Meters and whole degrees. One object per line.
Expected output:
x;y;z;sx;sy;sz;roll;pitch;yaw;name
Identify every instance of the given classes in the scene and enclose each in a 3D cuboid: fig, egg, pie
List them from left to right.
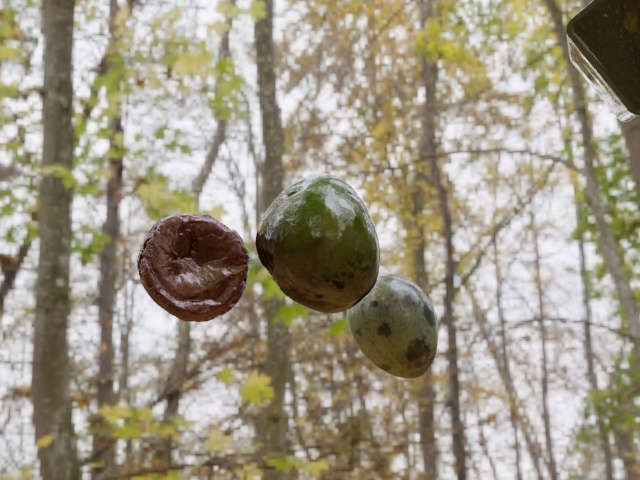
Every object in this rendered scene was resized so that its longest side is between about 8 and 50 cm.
-0.197;0.039;1.627;0.182;0.182;0.049;4;-23;-16;pie
0.000;0.000;1.465;0.181;0.191;0.181;7;-19;3;fig
0.121;0.139;1.688;0.141;0.182;0.141;-27;-17;-9;egg

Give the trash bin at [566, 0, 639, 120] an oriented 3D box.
0.440;-0.265;1.490;0.122;0.164;0.240;-39;-5;10;trash bin
